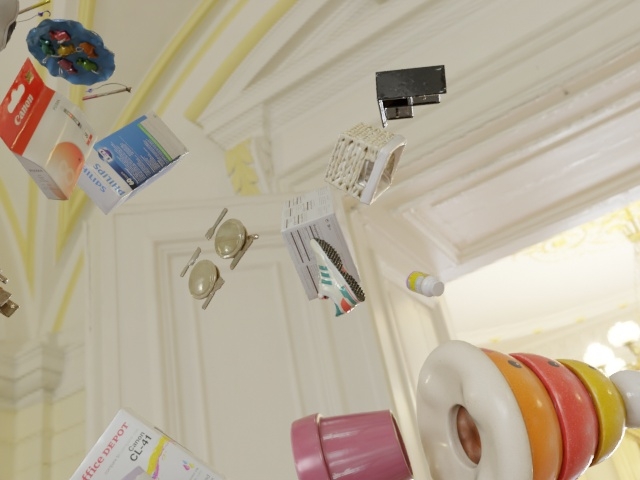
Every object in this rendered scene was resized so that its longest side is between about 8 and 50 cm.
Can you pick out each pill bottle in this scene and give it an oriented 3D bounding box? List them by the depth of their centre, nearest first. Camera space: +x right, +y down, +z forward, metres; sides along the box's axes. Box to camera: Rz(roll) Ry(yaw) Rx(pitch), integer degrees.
[{"bbox_3d":[0.206,0.087,1.385,0.043,0.043,0.083,7,5,-29],"label":"pill bottle"}]

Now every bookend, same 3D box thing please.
[{"bbox_3d":[0.213,-0.333,1.649,0.156,0.072,0.157,-4,-15,8],"label":"bookend"}]

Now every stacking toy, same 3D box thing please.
[{"bbox_3d":[0.457,0.336,1.371,0.480,0.350,0.350,-7,-30,-21],"label":"stacking toy"}]

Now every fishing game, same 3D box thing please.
[{"bbox_3d":[-0.519,-0.383,1.471,0.189,0.041,0.264,-6,-34,22],"label":"fishing game"}]

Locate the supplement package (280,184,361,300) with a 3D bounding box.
[{"bbox_3d":[0.000,0.000,1.863,0.145,0.262,0.204,-20,-71,6],"label":"supplement package"}]

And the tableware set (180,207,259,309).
[{"bbox_3d":[-0.210,0.042,1.485,0.039,0.128,0.194,20,-70,-47],"label":"tableware set"}]

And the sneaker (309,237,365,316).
[{"bbox_3d":[0.012,0.070,1.317,0.075,0.161,0.057,-43,-24,18],"label":"sneaker"}]

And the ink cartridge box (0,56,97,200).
[{"bbox_3d":[-0.425,-0.173,1.109,0.045,0.145,0.179,3,-35,12],"label":"ink cartridge box"}]

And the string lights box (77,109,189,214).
[{"bbox_3d":[-0.431,-0.182,1.602,0.133,0.259,0.077,49,-49,-6],"label":"string lights box"}]

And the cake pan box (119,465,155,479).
[{"bbox_3d":[-0.282,0.498,1.043,0.267,0.246,0.070,-29,-30,-55],"label":"cake pan box"}]

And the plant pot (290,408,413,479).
[{"bbox_3d":[0.062,0.393,1.272,0.180,0.201,0.201,-20,-32,5],"label":"plant pot"}]

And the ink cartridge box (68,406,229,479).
[{"bbox_3d":[-0.393,0.561,1.621,0.306,0.226,0.131,34,-17,0],"label":"ink cartridge box"}]

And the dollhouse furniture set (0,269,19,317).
[{"bbox_3d":[-0.895,0.138,1.700,0.135,0.259,0.262,25,-34,19],"label":"dollhouse furniture set"}]

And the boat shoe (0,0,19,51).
[{"bbox_3d":[-0.593,-0.414,1.328,0.046,0.038,0.125,20,-58,-17],"label":"boat shoe"}]

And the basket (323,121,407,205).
[{"bbox_3d":[0.086,-0.152,1.344,0.103,0.167,0.113,25,-67,11],"label":"basket"}]
